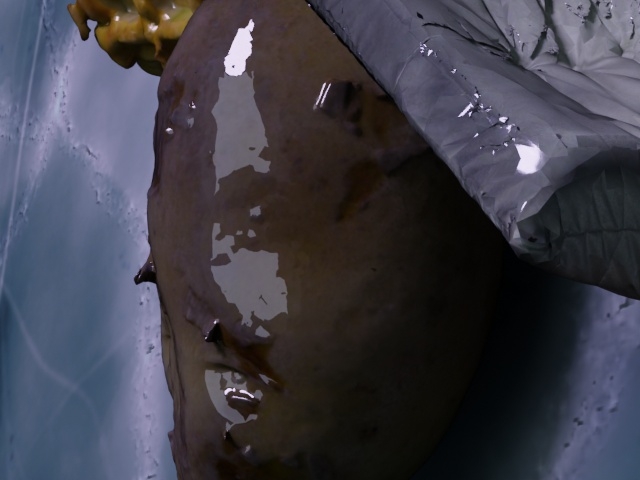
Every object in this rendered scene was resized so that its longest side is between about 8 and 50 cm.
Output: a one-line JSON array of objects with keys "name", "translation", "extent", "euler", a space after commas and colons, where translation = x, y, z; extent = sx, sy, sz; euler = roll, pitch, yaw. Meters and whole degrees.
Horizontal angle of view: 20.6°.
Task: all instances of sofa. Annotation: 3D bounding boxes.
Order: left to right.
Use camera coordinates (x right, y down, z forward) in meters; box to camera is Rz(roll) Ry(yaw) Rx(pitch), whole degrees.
[{"name": "sofa", "translation": [0.136, -0.112, 0.620], "extent": [0.225, 0.176, 0.210], "euler": [-58, 37, 22]}]

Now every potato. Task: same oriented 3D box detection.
[{"name": "potato", "translation": [0.000, 0.000, 0.775], "extent": [0.165, 0.165, 0.262], "euler": [26, 109, 55]}]

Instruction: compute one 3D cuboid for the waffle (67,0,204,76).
[{"name": "waffle", "translation": [-0.050, -0.173, 0.873], "extent": [0.260, 0.069, 0.293], "euler": [41, 139, 13]}]
